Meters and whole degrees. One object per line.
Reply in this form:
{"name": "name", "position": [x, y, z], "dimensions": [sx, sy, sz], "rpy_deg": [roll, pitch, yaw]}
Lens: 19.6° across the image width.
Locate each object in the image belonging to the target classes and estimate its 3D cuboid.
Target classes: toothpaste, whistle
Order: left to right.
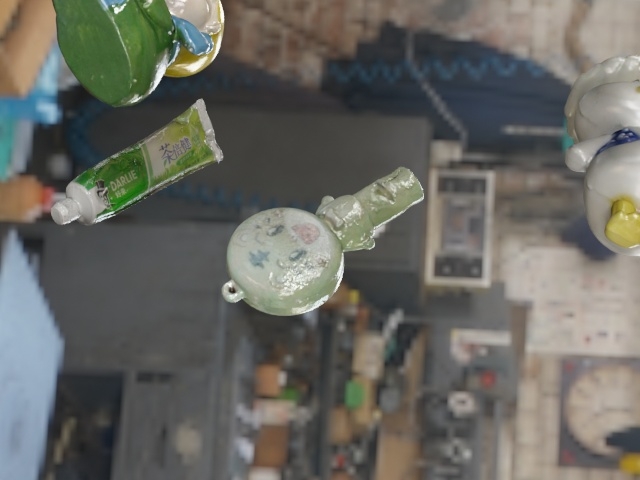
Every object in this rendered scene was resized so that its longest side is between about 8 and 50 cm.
{"name": "toothpaste", "position": [-0.201, -0.077, 2.047], "dimensions": [0.248, 0.047, 0.078], "rpy_deg": [-33, 111, -41]}
{"name": "whistle", "position": [0.000, 0.000, 2.000], "dimensions": [0.126, 0.258, 0.067], "rpy_deg": [46, -23, 28]}

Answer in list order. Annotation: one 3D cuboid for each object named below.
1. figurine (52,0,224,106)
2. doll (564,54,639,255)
{"name": "figurine", "position": [-0.181, -0.244, 1.897], "dimensions": [0.234, 0.127, 0.185], "rpy_deg": [-41, 109, -51]}
{"name": "doll", "position": [0.280, -0.075, 1.635], "dimensions": [0.293, 0.138, 0.119], "rpy_deg": [-80, -173, -62]}
